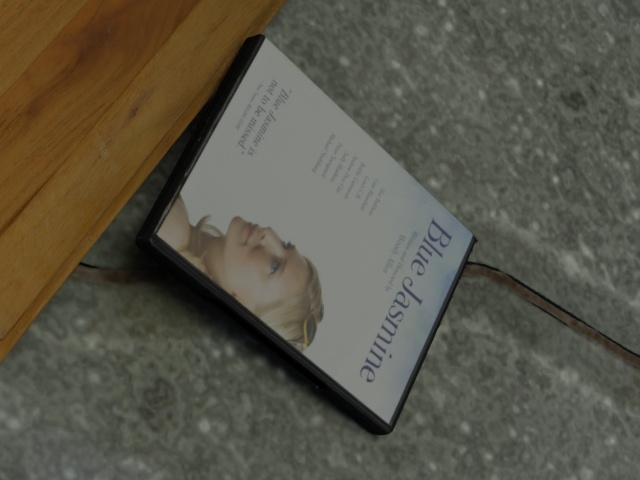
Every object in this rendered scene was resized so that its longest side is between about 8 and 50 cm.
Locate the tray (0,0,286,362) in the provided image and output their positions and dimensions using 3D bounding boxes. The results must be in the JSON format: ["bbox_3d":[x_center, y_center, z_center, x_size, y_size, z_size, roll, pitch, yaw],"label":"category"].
[{"bbox_3d":[-0.153,-0.138,0.940,0.411,0.076,0.203,-57,143,-30],"label":"tray"}]

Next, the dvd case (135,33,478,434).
[{"bbox_3d":[0.000,0.000,1.044,0.253,0.022,0.180,41,61,-30],"label":"dvd case"}]
